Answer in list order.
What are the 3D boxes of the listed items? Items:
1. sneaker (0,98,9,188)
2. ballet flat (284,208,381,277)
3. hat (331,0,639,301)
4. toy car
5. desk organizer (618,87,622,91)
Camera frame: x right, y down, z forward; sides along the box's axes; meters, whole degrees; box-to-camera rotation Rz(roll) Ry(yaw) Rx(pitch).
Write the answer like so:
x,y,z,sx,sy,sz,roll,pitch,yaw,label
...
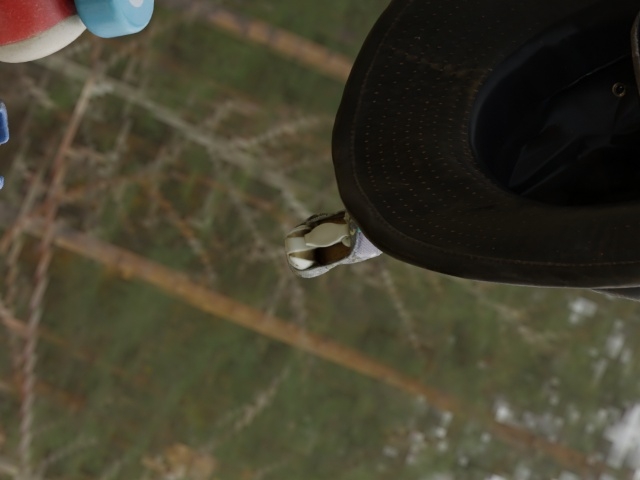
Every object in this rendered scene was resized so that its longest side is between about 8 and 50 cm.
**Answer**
x,y,z,sx,sy,sz,roll,pitch,yaw,label
-0.197,-0.066,1.089,0.052,0.058,0.135,70,3,-51,sneaker
0.000,0.000,1.292,0.114,0.041,0.041,-17,-132,54,ballet flat
0.178,-0.047,1.029,0.331,0.331,0.134,-75,153,-42,hat
-0.268,-0.298,1.731,0.238,0.219,0.210,64,34,-34,toy car
0.226,-0.102,1.342,0.047,0.050,0.130,4,-72,49,desk organizer
